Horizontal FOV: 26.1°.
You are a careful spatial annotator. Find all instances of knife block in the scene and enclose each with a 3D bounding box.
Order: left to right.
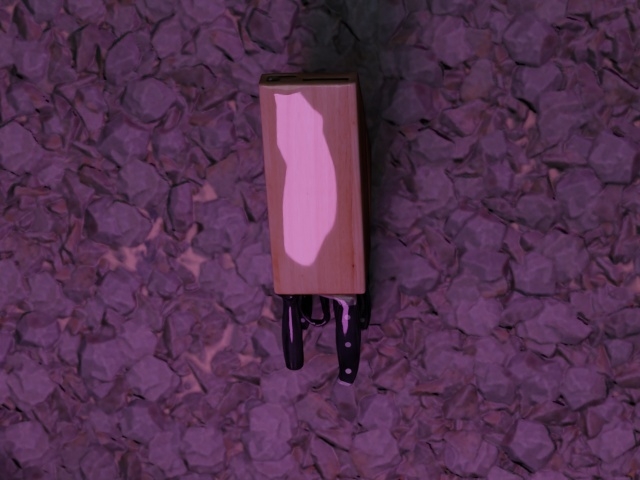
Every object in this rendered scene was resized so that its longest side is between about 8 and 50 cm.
[{"bbox_3d":[0.000,0.000,1.287,0.088,0.276,0.242,-1,72,5],"label":"knife block"}]
